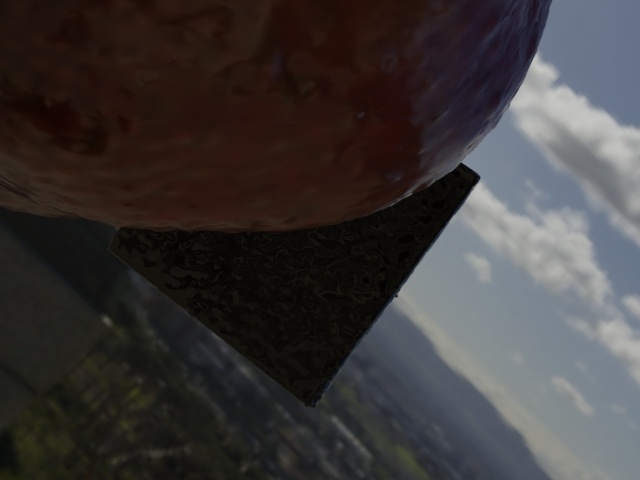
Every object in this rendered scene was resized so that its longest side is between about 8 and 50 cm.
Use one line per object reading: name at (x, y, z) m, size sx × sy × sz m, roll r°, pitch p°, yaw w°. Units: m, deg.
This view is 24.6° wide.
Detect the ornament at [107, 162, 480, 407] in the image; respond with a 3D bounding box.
ornament at (0.000, 0.000, 0.877) m, size 0.166 × 0.153 × 0.196 m, roll 37°, pitch -1°, yaw 19°

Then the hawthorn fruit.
hawthorn fruit at (-0.012, -0.099, 0.414) m, size 0.205 × 0.253 × 0.205 m, roll 178°, pitch -90°, yaw -74°
